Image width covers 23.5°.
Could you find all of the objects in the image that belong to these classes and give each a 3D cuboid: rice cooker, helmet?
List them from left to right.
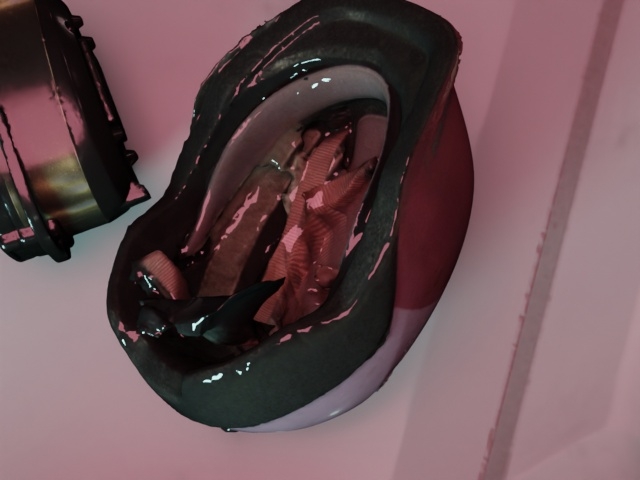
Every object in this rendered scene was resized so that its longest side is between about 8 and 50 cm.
[{"bbox_3d":[-0.172,-0.070,0.926,0.106,0.112,0.165,-25,81,-3],"label":"rice cooker"},{"bbox_3d":[0.000,0.000,0.878,0.253,0.154,0.198,-49,41,-11],"label":"helmet"}]
